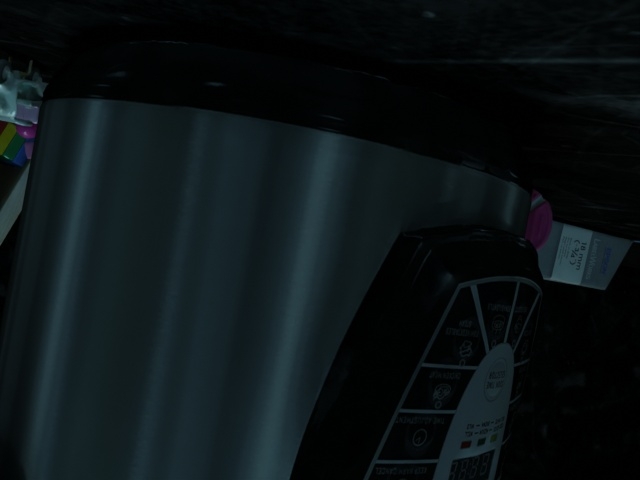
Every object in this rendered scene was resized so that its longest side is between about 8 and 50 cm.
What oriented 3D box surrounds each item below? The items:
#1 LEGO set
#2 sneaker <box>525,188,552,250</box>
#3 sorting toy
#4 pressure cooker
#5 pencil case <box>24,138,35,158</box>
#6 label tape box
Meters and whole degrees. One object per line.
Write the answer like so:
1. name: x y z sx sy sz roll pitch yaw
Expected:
1. LEGO set: -0.375 -0.117 0.540 0.287 0.107 0.132 10 -179 9
2. sneaker: 0.162 -0.024 0.849 0.252 0.103 0.111 12 179 24
3. sorting toy: -0.506 -0.084 0.979 0.089 0.257 0.255 35 164 -38
4. pressure cooker: -0.049 0.101 0.520 0.370 0.420 0.375 11 180 0
5. pencil case: -0.274 -0.112 0.885 0.098 0.095 0.209 -15 171 22
6. label tape box: 0.411 0.018 1.263 0.334 0.106 0.241 10 -179 -27
